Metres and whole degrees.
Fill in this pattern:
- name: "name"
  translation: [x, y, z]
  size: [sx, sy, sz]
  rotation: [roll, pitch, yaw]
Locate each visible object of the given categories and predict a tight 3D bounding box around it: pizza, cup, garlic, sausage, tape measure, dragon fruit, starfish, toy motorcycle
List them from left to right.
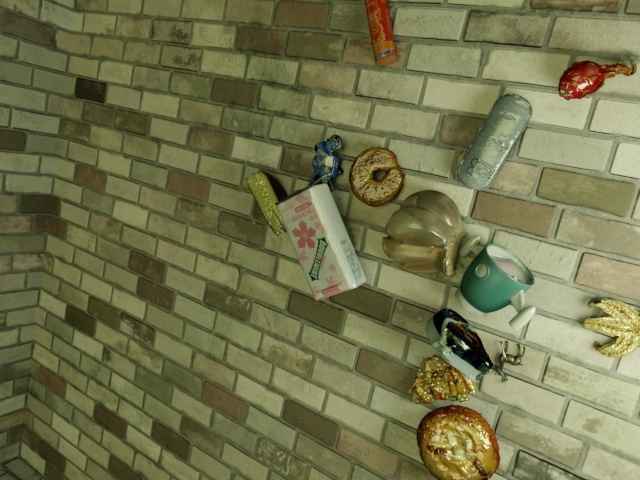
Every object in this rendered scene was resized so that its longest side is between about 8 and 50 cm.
- name: "toy motorcycle"
  translation: [0.014, -0.259, 1.664]
  size: [0.114, 0.076, 0.204]
  rotation: [20, 104, 37]
- name: "sausage"
  translation: [0.185, -0.693, 1.541]
  size: [0.074, 0.074, 0.273]
  rotation: [-10, 87, 30]
- name: "garlic"
  translation: [0.303, -0.021, 1.473]
  size: [0.292, 0.210, 0.237]
  rotation: [26, 137, 33]
- name: "pizza"
  translation: [0.355, 0.430, 1.503]
  size: [0.226, 0.069, 0.147]
  rotation: [-17, 86, 29]
- name: "tape measure"
  translation: [0.387, 0.287, 1.414]
  size: [0.182, 0.181, 0.107]
  rotation: [37, 111, -16]
- name: "cup"
  translation: [0.471, 0.122, 1.371]
  size: [0.173, 0.168, 0.299]
  rotation: [-54, 42, 30]
- name: "dragon fruit"
  translation: [0.702, -0.423, 1.261]
  size: [0.191, 0.094, 0.094]
  rotation: [-18, 83, 8]
- name: "starfish"
  translation: [0.800, 0.214, 1.241]
  size: [0.238, 0.071, 0.215]
  rotation: [23, 109, 20]

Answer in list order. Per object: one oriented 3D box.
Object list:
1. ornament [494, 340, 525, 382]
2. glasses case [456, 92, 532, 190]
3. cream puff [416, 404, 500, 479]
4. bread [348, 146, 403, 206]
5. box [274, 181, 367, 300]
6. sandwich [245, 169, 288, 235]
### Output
- name: "ornament"
  translation: [0.543, 0.354, 1.415]
  size: [0.074, 0.028, 0.125]
  rotation: [13, 97, 29]
- name: "glasses case"
  translation: [0.490, -0.275, 1.389]
  size: [0.109, 0.067, 0.282]
  rotation: [34, 110, 22]
- name: "cream puff"
  translation: [0.402, 0.598, 1.433]
  size: [0.240, 0.164, 0.239]
  rotation: [-4, 79, 20]
- name: "bread"
  translation: [0.177, -0.203, 1.578]
  size: [0.193, 0.064, 0.193]
  rotation: [0, 91, 24]
- name: "box"
  translation: [0.000, 0.000, 1.631]
  size: [0.190, 0.112, 0.369]
  rotation: [-22, 88, 35]
- name: "sandwich"
  translation: [-0.168, -0.134, 1.760]
  size: [0.094, 0.096, 0.258]
  rotation: [-33, 76, 22]
